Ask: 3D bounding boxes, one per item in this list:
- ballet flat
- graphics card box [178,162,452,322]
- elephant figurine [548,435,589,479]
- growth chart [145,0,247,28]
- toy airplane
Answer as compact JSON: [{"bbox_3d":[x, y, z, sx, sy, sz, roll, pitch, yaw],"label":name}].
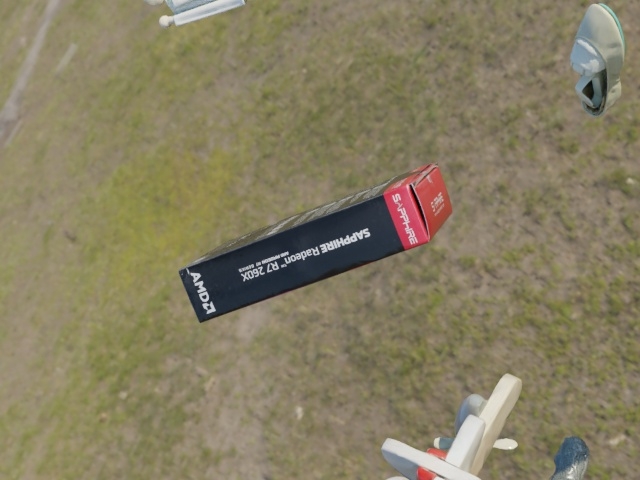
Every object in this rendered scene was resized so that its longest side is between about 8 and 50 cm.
[{"bbox_3d":[0.448,-0.283,1.654,0.086,0.248,0.086,-8,62,16],"label":"ballet flat"},{"bbox_3d":[0.000,0.000,1.502,0.371,0.094,0.233,-19,6,17],"label":"graphics card box"},{"bbox_3d":[0.286,0.357,1.131,0.239,0.186,0.169,-40,-7,-13],"label":"elephant figurine"},{"bbox_3d":[-0.165,-0.376,1.214,0.172,0.237,0.021,0,27,28],"label":"growth chart"},{"bbox_3d":[0.174,0.406,1.498,0.272,0.386,0.384,7,97,44],"label":"toy airplane"}]
